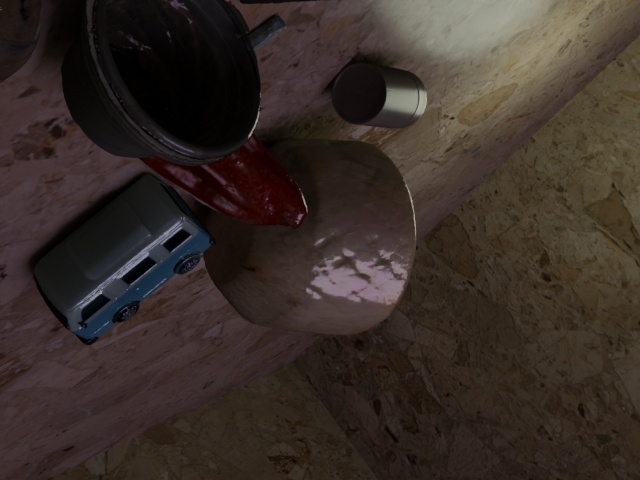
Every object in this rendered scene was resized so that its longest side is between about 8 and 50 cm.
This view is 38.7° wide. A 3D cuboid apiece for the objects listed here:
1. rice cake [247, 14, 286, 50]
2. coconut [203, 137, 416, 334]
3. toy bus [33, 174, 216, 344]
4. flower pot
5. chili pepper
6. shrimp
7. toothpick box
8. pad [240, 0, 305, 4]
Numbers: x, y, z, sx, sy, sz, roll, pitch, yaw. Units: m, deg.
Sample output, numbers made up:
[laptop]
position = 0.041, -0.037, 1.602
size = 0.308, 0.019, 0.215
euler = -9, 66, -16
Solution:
[rice cake]
position = -0.100, -0.267, 1.247
size = 0.121, 0.022, 0.021
euler = -35, 174, -7
[coconut]
position = 0.000, 0.000, 1.703
size = 0.415, 0.345, 0.415
euler = -9, 159, -3
[toy bus]
position = -0.320, 0.027, 1.430
size = 0.271, 0.133, 0.165
euler = -40, 161, -3
[flower pot]
position = -0.188, -0.177, 0.990
size = 0.140, 0.235, 0.235
euler = -17, -178, 39
[chili pepper]
position = -0.133, -0.095, 1.276
size = 0.144, 0.252, 0.136
euler = -46, -175, 1
[shrimp]
position = -0.319, -0.213, 0.811
size = 0.145, 0.059, 0.254
euler = -19, 164, -27
[toothpick box]
position = 0.108, -0.256, 1.623
size = 0.111, 0.111, 0.180
euler = -44, 164, 25
[pad]
position = 0.036, -0.415, 1.150
size = 0.202, 0.005, 0.300
euler = -20, 158, -49
